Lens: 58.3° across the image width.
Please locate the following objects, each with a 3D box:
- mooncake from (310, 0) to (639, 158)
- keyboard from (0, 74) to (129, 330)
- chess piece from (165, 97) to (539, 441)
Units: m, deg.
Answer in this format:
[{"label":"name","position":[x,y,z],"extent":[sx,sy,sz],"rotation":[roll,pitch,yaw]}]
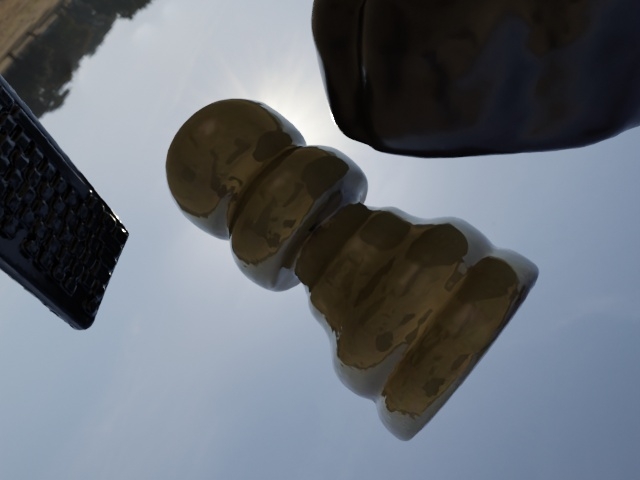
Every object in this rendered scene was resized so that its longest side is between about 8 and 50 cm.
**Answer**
[{"label":"mooncake","position":[0.118,-0.142,0.392],"extent":[0.244,0.133,0.245],"rotation":[-11,-150,7]},{"label":"keyboard","position":[-0.170,-0.054,0.266],"extent":[0.017,0.251,0.087],"rotation":[-8,-134,16]},{"label":"chess piece","position":[0.000,0.000,0.461],"extent":[0.299,0.167,0.167],"rotation":[37,-97,16]}]
